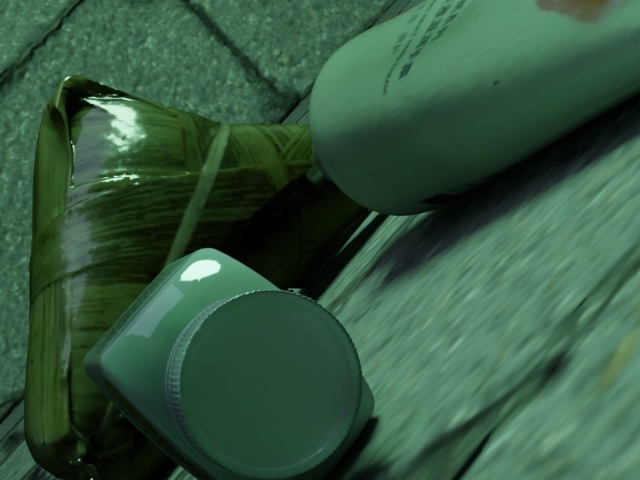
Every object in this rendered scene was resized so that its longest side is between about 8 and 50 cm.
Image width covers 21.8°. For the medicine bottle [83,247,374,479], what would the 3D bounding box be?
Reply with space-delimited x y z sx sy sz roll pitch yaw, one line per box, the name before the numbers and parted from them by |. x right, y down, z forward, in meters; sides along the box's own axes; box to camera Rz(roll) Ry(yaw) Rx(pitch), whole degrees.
medicine bottle | -0.026 0.043 0.500 0.055 0.074 0.118 -47 7 -13

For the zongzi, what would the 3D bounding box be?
zongzi | -0.036 0.032 0.789 0.094 0.204 0.205 108 162 -62

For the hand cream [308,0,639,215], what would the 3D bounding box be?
hand cream | 0.087 -0.077 0.587 0.124 0.078 0.340 -49 11 -30

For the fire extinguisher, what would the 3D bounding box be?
fire extinguisher | 0.000 0.000 0.860 0.028 0.022 0.083 6 45 43
